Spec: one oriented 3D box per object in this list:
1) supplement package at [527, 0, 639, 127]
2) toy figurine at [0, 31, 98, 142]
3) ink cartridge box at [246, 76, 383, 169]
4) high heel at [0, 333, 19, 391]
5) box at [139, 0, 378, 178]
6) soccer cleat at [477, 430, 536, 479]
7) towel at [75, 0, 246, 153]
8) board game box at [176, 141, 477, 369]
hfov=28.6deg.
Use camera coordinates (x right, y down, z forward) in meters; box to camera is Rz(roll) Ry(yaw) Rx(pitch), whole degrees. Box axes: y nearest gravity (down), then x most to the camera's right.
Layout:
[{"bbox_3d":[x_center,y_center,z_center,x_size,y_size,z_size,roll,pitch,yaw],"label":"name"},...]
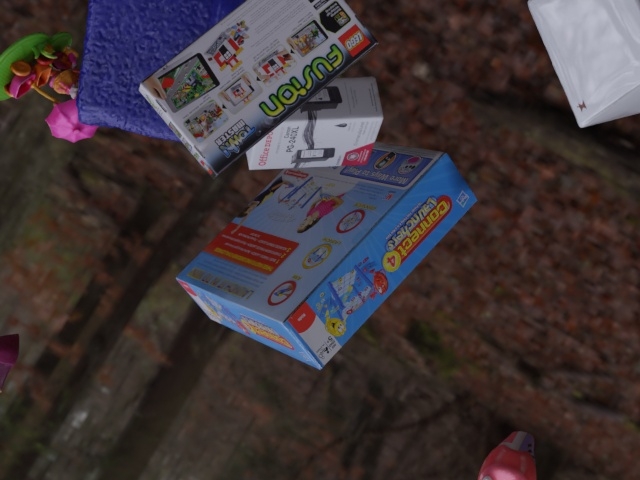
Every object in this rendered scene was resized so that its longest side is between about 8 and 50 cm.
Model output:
[{"bbox_3d":[0.262,-0.163,0.908,0.105,0.179,0.105,-37,71,60],"label":"supplement package"},{"bbox_3d":[-0.385,-0.220,1.881,0.159,0.130,0.173,42,-136,10],"label":"toy figurine"},{"bbox_3d":[-0.013,-0.138,1.483,0.150,0.063,0.109,-4,153,-12],"label":"ink cartridge box"},{"bbox_3d":[-0.646,0.179,2.262,0.082,0.117,0.244,-7,149,42],"label":"high heel"},{"bbox_3d":[-0.059,-0.167,1.202,0.114,0.207,0.036,51,169,-4],"label":"box"},{"bbox_3d":[0.216,0.340,1.523,0.083,0.095,0.248,20,130,18],"label":"soccer cleat"},{"bbox_3d":[-0.153,-0.237,1.633,0.308,0.227,0.076,9,-164,-7],"label":"towel"},{"bbox_3d":[0.000,0.000,1.644,0.086,0.302,0.308,52,162,-27],"label":"board game box"}]
